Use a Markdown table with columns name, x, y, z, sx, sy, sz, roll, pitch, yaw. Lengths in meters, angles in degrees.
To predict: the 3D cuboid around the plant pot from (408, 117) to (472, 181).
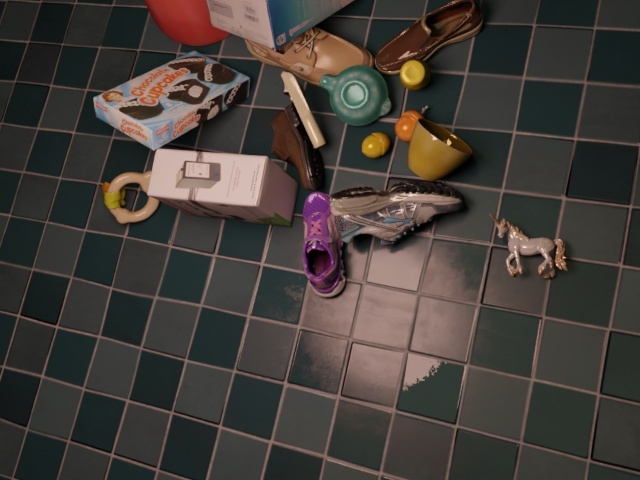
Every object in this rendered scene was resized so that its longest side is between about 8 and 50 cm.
| name | x | y | z | sx | sy | sz | roll | pitch | yaw |
| --- | --- | --- | --- | --- | --- | --- | --- | --- | --- |
| plant pot | 0.238 | -0.181 | 1.495 | 0.134 | 0.134 | 0.095 | 41 | 115 | 23 |

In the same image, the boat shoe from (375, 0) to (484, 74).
| name | x | y | z | sx | sy | sz | roll | pitch | yaw |
| --- | --- | --- | --- | --- | --- | --- | --- | --- | --- |
| boat shoe | 0.232 | -0.463 | 1.573 | 0.257 | 0.095 | 0.095 | -28 | 70 | 11 |

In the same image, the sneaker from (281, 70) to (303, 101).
| name | x | y | z | sx | sy | sz | roll | pitch | yaw |
| --- | --- | --- | --- | --- | --- | --- | --- | --- | --- |
| sneaker | -0.077 | -0.368 | 1.689 | 0.037 | 0.032 | 0.083 | -37 | 68 | 7 |

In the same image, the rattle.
| name | x | y | z | sx | sy | sz | roll | pitch | yaw |
| --- | --- | --- | --- | --- | --- | --- | --- | --- | --- |
| rattle | -0.434 | -0.131 | 1.754 | 0.200 | 0.143 | 0.130 | -34 | 100 | -8 |

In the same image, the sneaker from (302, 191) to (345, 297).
| name | x | y | z | sx | sy | sz | roll | pitch | yaw |
| --- | --- | --- | --- | --- | --- | --- | --- | --- | --- |
| sneaker | 0.000 | 0.000 | 1.534 | 0.095 | 0.104 | 0.236 | -10 | 73 | 18 |

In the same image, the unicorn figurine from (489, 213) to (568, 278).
| name | x | y | z | sx | sy | sz | roll | pitch | yaw |
| --- | --- | --- | --- | --- | --- | --- | --- | --- | --- |
| unicorn figurine | 0.411 | 0.016 | 1.420 | 0.162 | 0.060 | 0.111 | 7 | 78 | 4 |

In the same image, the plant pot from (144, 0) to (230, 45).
| name | x | y | z | sx | sy | sz | roll | pitch | yaw |
| --- | --- | --- | --- | --- | --- | --- | --- | --- | --- |
| plant pot | -0.320 | -0.636 | 1.693 | 0.275 | 0.243 | 0.274 | -1 | 86 | 7 |

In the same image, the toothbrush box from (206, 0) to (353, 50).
| name | x | y | z | sx | sy | sz | roll | pitch | yaw |
| --- | --- | --- | --- | --- | --- | --- | --- | --- | --- |
| toothbrush box | -0.085 | -0.576 | 1.610 | 0.216 | 0.126 | 0.295 | 30 | 55 | 32 |

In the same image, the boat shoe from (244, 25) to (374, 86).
| name | x | y | z | sx | sy | sz | roll | pitch | yaw |
| --- | --- | --- | --- | --- | --- | --- | --- | --- | --- |
| boat shoe | -0.042 | -0.446 | 1.654 | 0.341 | 0.110 | 0.121 | 19 | 83 | 21 |

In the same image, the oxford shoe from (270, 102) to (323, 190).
| name | x | y | z | sx | sy | sz | roll | pitch | yaw |
| --- | --- | --- | --- | --- | --- | --- | --- | --- | --- |
| oxford shoe | -0.057 | -0.199 | 1.621 | 0.096 | 0.083 | 0.227 | -29 | 60 | 18 |

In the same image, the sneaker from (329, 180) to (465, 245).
| name | x | y | z | sx | sy | sz | roll | pitch | yaw |
| --- | --- | --- | --- | --- | --- | --- | --- | --- | --- |
| sneaker | 0.165 | -0.056 | 1.507 | 0.283 | 0.110 | 0.122 | -4 | 109 | 6 |

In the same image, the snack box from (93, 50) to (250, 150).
| name | x | y | z | sx | sy | sz | roll | pitch | yaw |
| --- | --- | --- | --- | --- | --- | --- | --- | --- | --- |
| snack box | -0.340 | -0.335 | 1.654 | 0.187 | 0.060 | 0.322 | 30 | 47 | 22 |

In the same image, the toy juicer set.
| name | x | y | z | sx | sy | sz | roll | pitch | yaw |
| --- | --- | --- | --- | --- | --- | --- | --- | --- | --- |
| toy juicer set | 0.086 | -0.288 | 1.589 | 0.329 | 0.089 | 0.209 | -3 | 98 | 14 |

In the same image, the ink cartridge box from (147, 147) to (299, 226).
| name | x | y | z | sx | sy | sz | roll | pitch | yaw |
| --- | --- | --- | --- | --- | --- | --- | --- | --- | --- |
| ink cartridge box | -0.214 | -0.117 | 1.583 | 0.273 | 0.198 | 0.114 | 7 | 80 | 21 |
